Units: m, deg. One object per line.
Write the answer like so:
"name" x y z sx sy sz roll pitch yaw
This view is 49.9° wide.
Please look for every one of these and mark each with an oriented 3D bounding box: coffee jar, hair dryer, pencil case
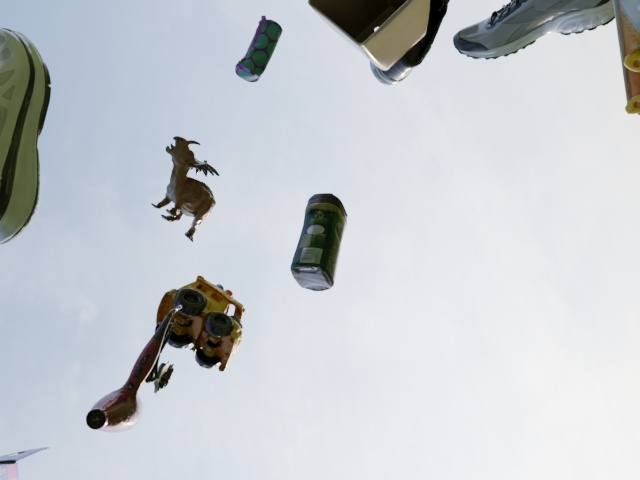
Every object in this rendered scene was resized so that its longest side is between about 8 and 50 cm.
"coffee jar" 0.000 0.000 1.345 0.096 0.079 0.184 64 -148 -49
"hair dryer" -0.366 0.265 1.327 0.293 0.080 0.223 -62 -13 -56
"pencil case" -0.150 -0.463 1.672 0.070 0.065 0.151 35 -106 -43

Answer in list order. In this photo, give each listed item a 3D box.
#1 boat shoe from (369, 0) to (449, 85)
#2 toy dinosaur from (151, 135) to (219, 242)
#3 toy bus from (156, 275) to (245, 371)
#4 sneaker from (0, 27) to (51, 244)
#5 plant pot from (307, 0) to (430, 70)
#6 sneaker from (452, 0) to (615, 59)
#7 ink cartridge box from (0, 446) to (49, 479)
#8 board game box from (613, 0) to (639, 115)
"boat shoe" 0.138 -0.315 0.930 0.080 0.076 0.228 35 -110 -20
"toy dinosaur" -0.347 -0.128 1.891 0.200 0.127 0.295 -49 -29 -14
"toy bus" -0.267 0.193 1.733 0.220 0.149 0.211 32 -147 14
"sneaker" -0.600 -0.228 1.122 0.258 0.169 0.447 29 -140 -50
"plant pot" 0.071 -0.275 0.843 0.109 0.109 0.096 48 -177 30
"sneaker" 0.346 -0.383 1.140 0.108 0.272 0.100 55 -142 -31
"ink cartridge box" -0.561 0.351 0.966 0.311 0.186 0.065 -10 -101 -10
"board game box" 0.432 -0.314 0.567 0.050 0.390 0.389 -33 -67 -47
